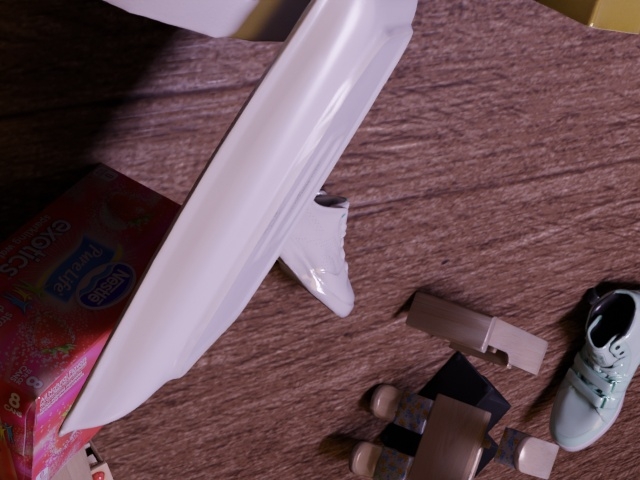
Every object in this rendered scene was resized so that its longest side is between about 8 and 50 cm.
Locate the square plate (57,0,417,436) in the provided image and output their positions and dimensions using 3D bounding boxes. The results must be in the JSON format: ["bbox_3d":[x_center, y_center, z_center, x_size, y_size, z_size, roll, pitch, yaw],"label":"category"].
[{"bbox_3d":[-0.033,-0.042,0.938,0.347,0.049,0.344,-58,178,13],"label":"square plate"}]

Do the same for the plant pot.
[{"bbox_3d":[0.269,-0.255,1.299,0.081,0.081,0.083,-1,117,-41],"label":"plant pot"}]

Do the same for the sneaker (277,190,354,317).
[{"bbox_3d":[0.000,0.000,1.338,0.094,0.080,0.212,-49,143,-8],"label":"sneaker"}]

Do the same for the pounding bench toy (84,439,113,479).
[{"bbox_3d":[-0.244,0.244,1.382,0.052,0.065,0.083,-28,143,-16],"label":"pounding bench toy"}]

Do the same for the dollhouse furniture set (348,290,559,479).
[{"bbox_3d":[0.153,0.203,1.575,0.161,0.212,0.242,25,83,-53],"label":"dollhouse furniture set"}]

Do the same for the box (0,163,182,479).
[{"bbox_3d":[-0.204,0.065,1.090,0.257,0.128,0.122,-47,158,-46],"label":"box"}]

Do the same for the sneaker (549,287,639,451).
[{"bbox_3d":[0.363,0.168,1.807,0.151,0.094,0.256,15,109,-55],"label":"sneaker"}]

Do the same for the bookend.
[{"bbox_3d":[0.185,0.237,1.745,0.157,0.072,0.156,-50,144,13],"label":"bookend"}]

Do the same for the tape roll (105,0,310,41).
[{"bbox_3d":[-0.110,-0.237,0.807,0.286,0.286,0.100,5,125,-44],"label":"tape roll"}]

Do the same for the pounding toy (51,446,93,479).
[{"bbox_3d":[-0.302,0.214,1.256,0.100,0.141,0.130,-51,154,-35],"label":"pounding toy"}]
